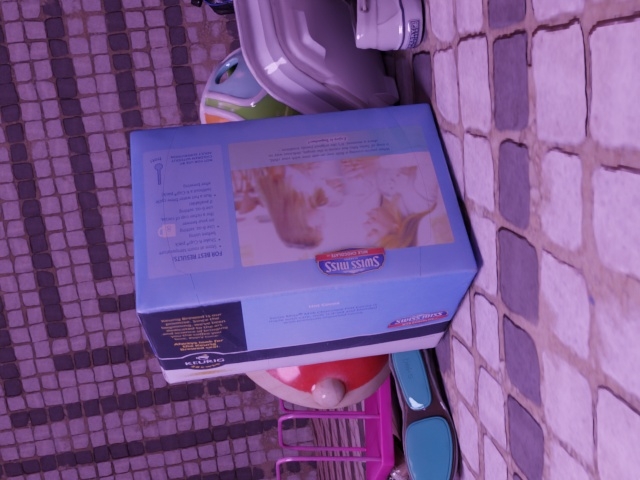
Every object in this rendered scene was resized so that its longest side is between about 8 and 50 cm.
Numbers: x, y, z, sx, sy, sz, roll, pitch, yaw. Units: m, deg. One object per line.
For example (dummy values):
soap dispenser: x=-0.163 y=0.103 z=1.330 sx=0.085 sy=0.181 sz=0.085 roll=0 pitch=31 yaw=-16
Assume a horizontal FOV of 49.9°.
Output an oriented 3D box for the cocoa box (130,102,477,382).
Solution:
cocoa box: x=-0.030 y=0.007 z=0.810 sx=0.228 sy=0.348 sz=0.231 roll=95 pitch=167 yaw=-61

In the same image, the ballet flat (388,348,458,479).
ballet flat: x=0.142 y=0.231 z=0.914 sx=0.068 sy=0.072 sz=0.213 roll=32 pitch=-136 yaw=-62

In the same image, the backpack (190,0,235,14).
backpack: x=-0.156 y=-0.664 z=1.585 sx=0.213 sy=0.277 sz=0.263 roll=-37 pitch=-57 yaw=-83

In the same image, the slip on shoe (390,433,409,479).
slip on shoe: x=0.135 y=0.360 z=1.174 sx=0.051 sy=0.041 sz=0.135 roll=38 pitch=-172 yaw=-2

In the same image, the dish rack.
dish rack: x=0.000 y=-0.300 z=0.902 sx=0.286 sy=0.072 sz=0.332 roll=20 pitch=-128 yaw=-50

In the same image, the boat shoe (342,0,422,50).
boat shoe: x=0.050 y=-0.330 z=0.845 sx=0.096 sy=0.088 sz=0.267 roll=94 pitch=166 yaw=-60

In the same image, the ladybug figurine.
ladybug figurine: x=-0.019 y=0.062 z=1.075 sx=0.449 sy=0.305 sz=0.161 roll=-111 pitch=28 yaw=-49

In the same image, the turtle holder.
turtle holder: x=-0.069 y=-0.259 z=1.195 sx=0.243 sy=0.228 sz=0.320 roll=28 pitch=-104 yaw=-79

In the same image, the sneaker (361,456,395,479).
sneaker: x=0.117 y=0.449 z=1.298 sx=0.192 sy=0.064 sz=0.086 roll=109 pitch=158 yaw=-68

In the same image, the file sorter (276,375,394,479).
file sorter: x=0.018 y=0.268 z=1.194 sx=0.202 sy=0.183 sz=0.290 roll=96 pitch=176 yaw=-57
